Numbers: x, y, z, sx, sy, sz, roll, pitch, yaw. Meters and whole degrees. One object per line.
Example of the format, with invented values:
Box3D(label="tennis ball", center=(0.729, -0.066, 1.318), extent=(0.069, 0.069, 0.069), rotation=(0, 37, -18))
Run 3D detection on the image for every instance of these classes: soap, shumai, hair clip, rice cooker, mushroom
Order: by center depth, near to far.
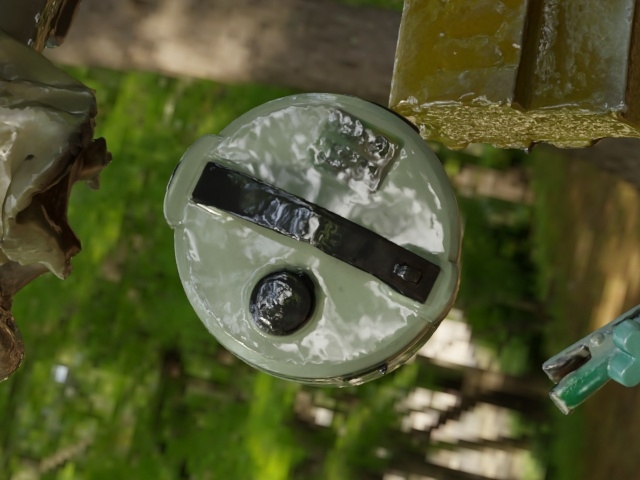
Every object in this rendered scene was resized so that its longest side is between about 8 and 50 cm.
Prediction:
Box3D(label="hair clip", center=(0.188, 0.032, 0.982), extent=(0.173, 0.049, 0.049), rotation=(-38, 4, 4))
Box3D(label="shumai", center=(-0.274, -0.086, 1.382), extent=(0.267, 0.262, 0.314), rotation=(-2, -103, -65))
Box3D(label="rice cooker", center=(0.000, 0.000, 1.494), extent=(0.244, 0.226, 0.226), rotation=(38, -115, -83))
Box3D(label="soap", center=(0.211, -0.235, 1.900), extent=(0.143, 0.259, 0.281), rotation=(34, -120, -58))
Box3D(label="mushroom", center=(-0.351, 0.043, 2.055), extent=(0.207, 0.215, 0.207), rotation=(59, 173, 13))

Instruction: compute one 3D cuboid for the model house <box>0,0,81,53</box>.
Box3D(label="model house", center=(-0.345, -0.397, 1.654), extent=(0.400, 0.395, 0.445), rotation=(-70, -1, -60))
